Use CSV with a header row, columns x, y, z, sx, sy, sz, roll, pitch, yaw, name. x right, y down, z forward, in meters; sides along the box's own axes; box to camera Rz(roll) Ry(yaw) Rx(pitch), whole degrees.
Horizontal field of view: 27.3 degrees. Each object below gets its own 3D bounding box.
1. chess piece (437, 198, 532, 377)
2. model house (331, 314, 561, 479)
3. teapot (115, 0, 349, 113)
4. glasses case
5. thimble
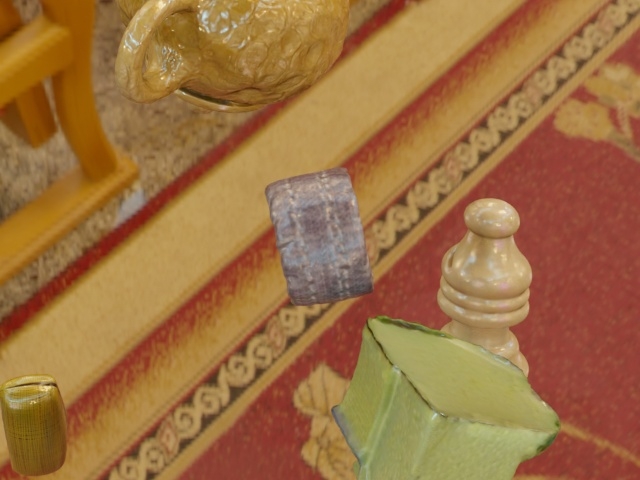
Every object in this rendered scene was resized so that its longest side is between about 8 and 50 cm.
x,y,z,sx,sy,sz,roll,pitch,yaw,name
0.224,0.079,1.775,0.139,0.307,0.124,28,42,30,chess piece
0.116,0.215,1.435,0.195,0.189,0.214,14,20,-31,model house
-0.090,-0.180,1.151,0.203,0.167,0.311,27,30,11,teapot
-0.359,0.237,1.668,0.079,0.234,0.064,-5,58,-11,glasses case
-0.001,-0.003,1.432,0.098,0.150,0.150,-13,62,0,thimble
